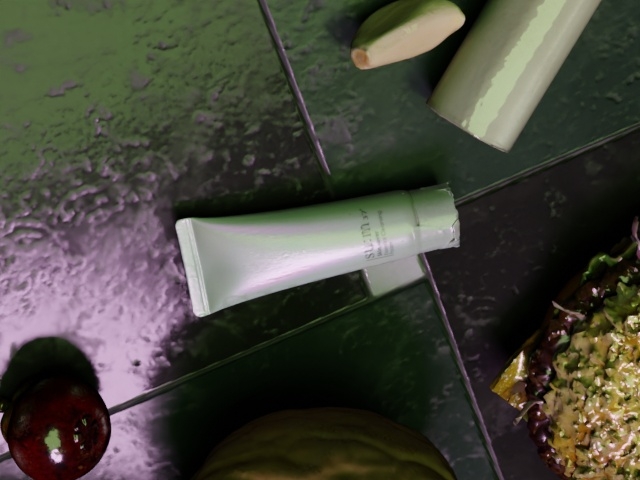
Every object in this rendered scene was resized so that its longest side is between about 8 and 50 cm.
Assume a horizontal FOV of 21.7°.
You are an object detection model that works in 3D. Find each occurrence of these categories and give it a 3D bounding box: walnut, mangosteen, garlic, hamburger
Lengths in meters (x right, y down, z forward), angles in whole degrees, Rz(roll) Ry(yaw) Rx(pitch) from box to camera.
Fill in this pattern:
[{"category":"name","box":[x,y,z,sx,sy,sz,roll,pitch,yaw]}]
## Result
[{"category":"walnut","box":[-0.001,0.221,1.223,0.228,0.228,0.228,-5,111,-12]},{"category":"mangosteen","box":[-0.193,0.138,1.216,0.081,0.081,0.081,-5,111,-12]},{"category":"garlic","box":[0.056,-0.145,1.177,0.083,0.053,0.041,-28,114,-17]},{"category":"hamburger","box":[0.267,0.104,1.278,0.261,0.139,0.243,36,99,-24]}]

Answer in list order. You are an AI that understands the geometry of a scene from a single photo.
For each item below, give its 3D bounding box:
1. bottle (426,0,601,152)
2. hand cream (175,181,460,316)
[{"category":"bottle","box":[0.156,-0.166,1.184,0.072,0.072,0.201,26,102,-21]},{"category":"hand cream","box":[0.000,0.000,1.224,0.204,0.050,0.078,-12,113,-5]}]
